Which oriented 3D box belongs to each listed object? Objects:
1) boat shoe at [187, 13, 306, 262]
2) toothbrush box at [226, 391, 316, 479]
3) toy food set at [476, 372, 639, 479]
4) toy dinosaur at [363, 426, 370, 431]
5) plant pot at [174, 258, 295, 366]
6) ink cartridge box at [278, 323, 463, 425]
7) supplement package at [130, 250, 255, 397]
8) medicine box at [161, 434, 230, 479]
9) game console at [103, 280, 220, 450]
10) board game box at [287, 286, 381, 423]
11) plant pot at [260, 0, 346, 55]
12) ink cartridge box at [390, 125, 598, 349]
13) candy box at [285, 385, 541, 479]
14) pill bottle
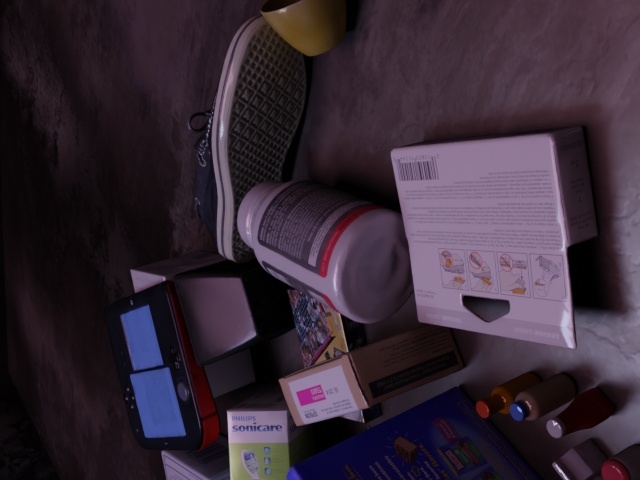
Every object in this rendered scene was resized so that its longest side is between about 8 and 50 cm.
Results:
[{"bbox_3d":[-0.145,-0.179,1.471,0.156,0.186,0.500,43,142,30],"label":"boat shoe"},{"bbox_3d":[-0.084,0.442,1.559,0.122,0.206,0.283,-2,89,12],"label":"toothbrush box"},{"bbox_3d":[0.313,0.257,1.045,0.232,0.104,0.111,53,142,29],"label":"toy food set"},{"bbox_3d":[0.029,0.430,1.490,0.313,0.160,0.121,-42,68,53],"label":"toy dinosaur"},{"bbox_3d":[-0.144,0.122,1.612,0.167,0.187,0.188,-17,90,44],"label":"plant pot"},{"bbox_3d":[0.075,0.210,1.298,0.234,0.193,0.088,-32,77,57],"label":"ink cartridge box"},{"bbox_3d":[-0.281,0.188,1.831,0.177,0.175,0.293,7,109,53],"label":"supplement package"},{"bbox_3d":[-0.241,0.644,1.992,0.263,0.149,0.290,5,108,55],"label":"medicine box"},{"bbox_3d":[-0.353,0.278,1.761,0.386,0.060,0.342,-20,88,54],"label":"game console"},{"bbox_3d":[0.023,0.201,1.509,0.165,0.042,0.243,-3,102,56],"label":"board game box"},{"bbox_3d":[-0.012,-0.342,1.269,0.134,0.134,0.095,14,140,53],"label":"plant pot"},{"bbox_3d":[0.227,-0.008,1.096,0.296,0.066,0.261,4,107,56],"label":"ink cartridge box"},{"bbox_3d":[0.145,0.383,1.153,0.268,0.317,0.122,49,140,33],"label":"candy box"},{"bbox_3d":[0.000,0.000,1.334,0.318,0.176,0.176,25,124,49],"label":"pill bottle"}]
